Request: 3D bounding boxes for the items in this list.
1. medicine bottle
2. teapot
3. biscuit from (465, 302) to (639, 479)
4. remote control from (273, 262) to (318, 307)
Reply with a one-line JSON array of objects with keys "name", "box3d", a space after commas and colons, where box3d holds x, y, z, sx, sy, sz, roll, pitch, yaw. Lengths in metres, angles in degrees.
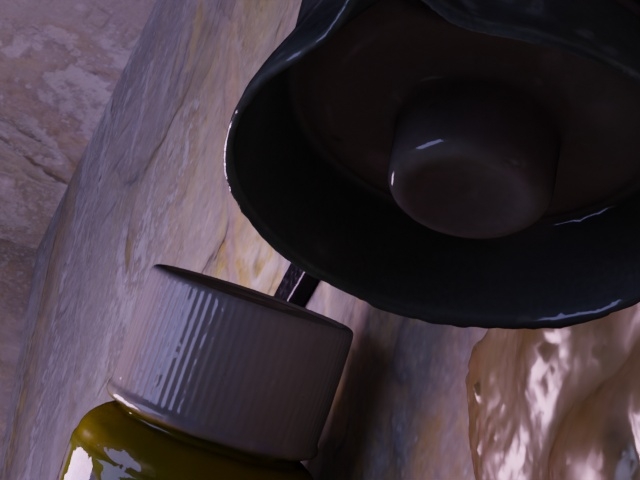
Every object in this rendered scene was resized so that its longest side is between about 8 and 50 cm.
[{"name": "medicine bottle", "box3d": [-0.118, 0.229, 1.289, 0.224, 0.224, 0.384, -160, 88, -72]}, {"name": "teapot", "box3d": [0.091, -0.141, 0.701, 0.300, 0.253, 0.344, 62, -147, -49]}, {"name": "biscuit", "box3d": [0.186, 0.062, 0.746, 0.446, 0.104, 0.429, -91, 25, -46]}, {"name": "remote control", "box3d": [0.000, 0.000, 1.492, 0.063, 0.025, 0.245, -95, 29, -53]}]
